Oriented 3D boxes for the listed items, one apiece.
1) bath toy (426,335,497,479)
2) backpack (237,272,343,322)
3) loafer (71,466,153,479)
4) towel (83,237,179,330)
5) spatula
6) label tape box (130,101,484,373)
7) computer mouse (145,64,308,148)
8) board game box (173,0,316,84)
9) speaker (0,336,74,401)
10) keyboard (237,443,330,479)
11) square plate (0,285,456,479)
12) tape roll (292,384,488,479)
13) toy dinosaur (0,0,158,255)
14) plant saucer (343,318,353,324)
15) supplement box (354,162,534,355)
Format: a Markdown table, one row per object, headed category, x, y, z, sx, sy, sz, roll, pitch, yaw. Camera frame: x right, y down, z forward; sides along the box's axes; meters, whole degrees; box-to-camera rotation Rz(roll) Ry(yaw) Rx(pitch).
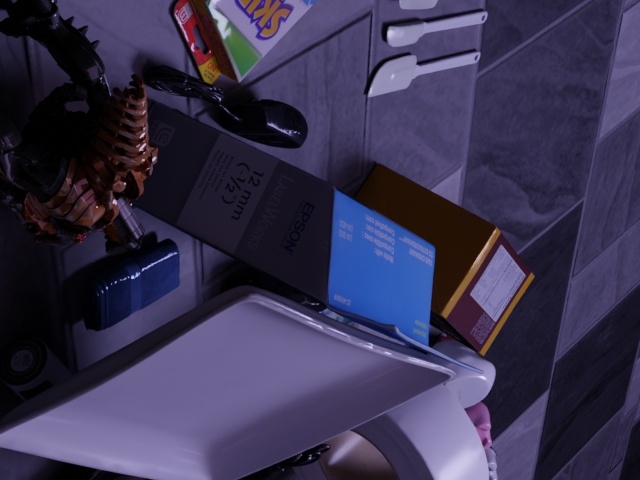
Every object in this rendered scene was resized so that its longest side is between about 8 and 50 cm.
| category | x | y | z | sx | sy | sz | roll | pitch | yaw |
| --- | --- | --- | --- | --- | --- | --- | --- | --- | --- |
| bath toy | 0.200 | 0.289 | 2.198 | 0.151 | 0.129 | 0.348 | -10 | 129 | -7 |
| backpack | -0.040 | 0.111 | 1.677 | 0.152 | 0.115 | 0.182 | -25 | 139 | -49 |
| loafer | -0.204 | 0.243 | 1.594 | 0.302 | 0.095 | 0.109 | -31 | 170 | -34 |
| towel | -0.198 | 0.045 | 1.459 | 0.119 | 0.029 | 0.067 | -30 | 139 | -40 |
| spatula | 0.152 | -0.269 | 1.726 | 0.242 | 0.019 | 0.168 | -20 | 131 | -48 |
| label tape box | 0.000 | 0.000 | 1.398 | 0.249 | 0.347 | 0.115 | 27 | 88 | -60 |
| computer mouse | -0.091 | -0.143 | 1.431 | 0.242 | 0.071 | 0.041 | 23 | 75 | -56 |
| board game box | -0.041 | -0.275 | 1.413 | 0.259 | 0.039 | 0.124 | -47 | 148 | -16 |
| speaker | -0.274 | 0.150 | 1.413 | 0.055 | 0.055 | 0.136 | -50 | 150 | -16 |
| keyboard | -0.040 | 0.244 | 1.663 | 0.317 | 0.033 | 0.201 | -38 | -175 | 32 |
| square plate | -0.095 | 0.151 | 1.393 | 0.347 | 0.049 | 0.344 | -29 | 149 | 28 |
| tape roll | 0.081 | 0.282 | 1.842 | 0.100 | 0.286 | 0.286 | -36 | 143 | -37 |
| toy dinosaur | -0.202 | -0.087 | 1.130 | 0.322 | 0.218 | 0.164 | -30 | -166 | 42 |
| plant saucer | 0.017 | 0.078 | 1.787 | 0.119 | 0.021 | 0.119 | -18 | 149 | -11 |
| supplement box | 0.143 | 0.027 | 1.801 | 0.129 | 0.191 | 0.194 | -57 | 150 | -5 |
